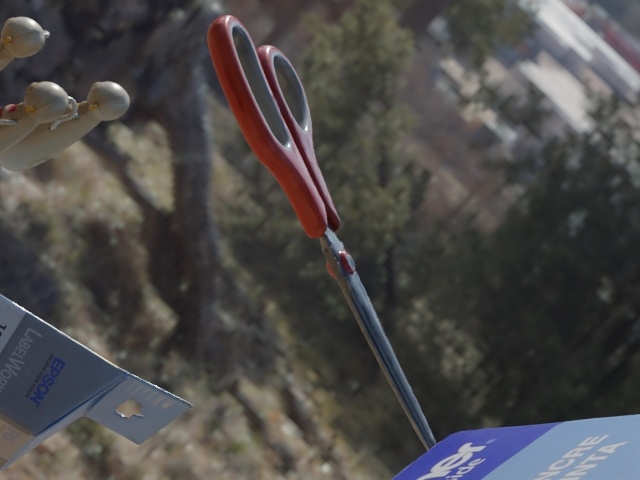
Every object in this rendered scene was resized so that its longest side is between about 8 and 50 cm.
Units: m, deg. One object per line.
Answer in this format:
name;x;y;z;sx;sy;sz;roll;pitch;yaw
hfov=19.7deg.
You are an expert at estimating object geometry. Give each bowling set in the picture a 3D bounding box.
bowling set;-0.326;-0.165;1.725;0.200;0.154;0.287;65;23;0

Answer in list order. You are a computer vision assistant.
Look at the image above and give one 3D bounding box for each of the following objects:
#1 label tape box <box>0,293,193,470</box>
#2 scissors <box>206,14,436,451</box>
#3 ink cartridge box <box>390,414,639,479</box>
label tape box;-0.314;0.135;1.760;0.333;0.106;0.240;32;-22;-7
scissors;0.000;0.000;1.130;0.109;0.021;0.297;12;57;-69
ink cartridge box;0.128;0.179;0.402;0.151;0.395;0.270;-35;103;-37
